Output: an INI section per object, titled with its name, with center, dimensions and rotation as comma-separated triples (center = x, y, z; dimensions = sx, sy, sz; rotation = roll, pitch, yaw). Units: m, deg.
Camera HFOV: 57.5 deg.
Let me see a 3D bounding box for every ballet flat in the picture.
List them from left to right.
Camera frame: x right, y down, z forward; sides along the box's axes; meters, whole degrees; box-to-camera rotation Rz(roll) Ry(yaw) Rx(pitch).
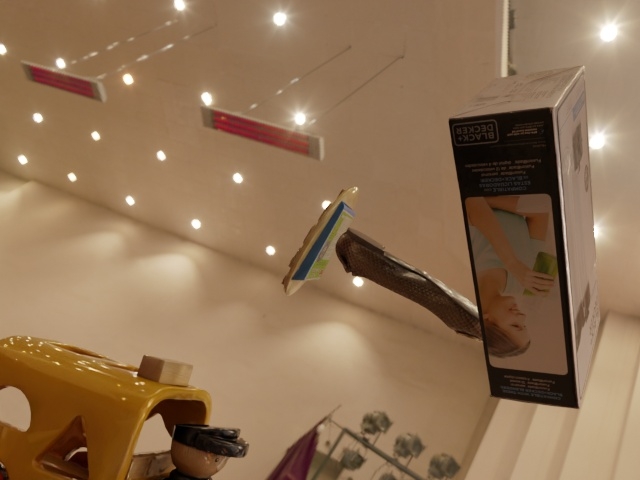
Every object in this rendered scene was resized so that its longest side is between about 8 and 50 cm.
[ballet flat]
center = 0.126, 0.069, 0.790
dimensions = 0.250, 0.084, 0.058
rotation = 32, -81, 6

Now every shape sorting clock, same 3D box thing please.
[shape sorting clock]
center = 0.000, 0.000, 0.934
dimensions = 0.040, 0.206, 0.206
rotation = 29, -44, 10

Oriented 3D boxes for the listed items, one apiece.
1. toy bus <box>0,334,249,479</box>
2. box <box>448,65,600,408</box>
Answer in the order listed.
[toy bus]
center = -0.110, 0.119, 0.341
dimensions = 0.202, 0.104, 0.191
rotation = 22, -12, -26
[box]
center = 0.212, -0.005, 0.572
dimensions = 0.087, 0.169, 0.290
rotation = 0, -66, 32
